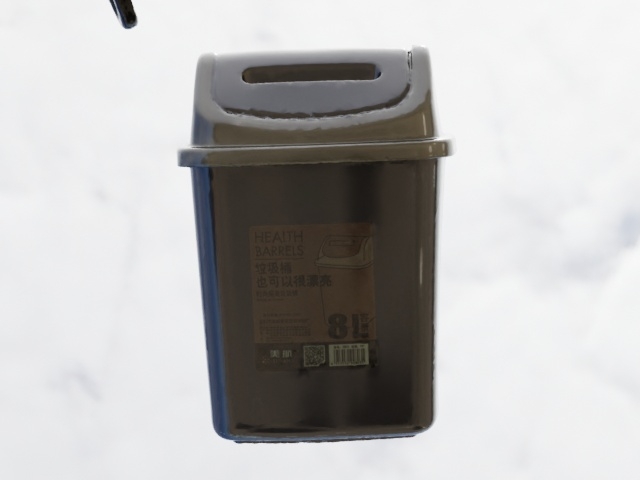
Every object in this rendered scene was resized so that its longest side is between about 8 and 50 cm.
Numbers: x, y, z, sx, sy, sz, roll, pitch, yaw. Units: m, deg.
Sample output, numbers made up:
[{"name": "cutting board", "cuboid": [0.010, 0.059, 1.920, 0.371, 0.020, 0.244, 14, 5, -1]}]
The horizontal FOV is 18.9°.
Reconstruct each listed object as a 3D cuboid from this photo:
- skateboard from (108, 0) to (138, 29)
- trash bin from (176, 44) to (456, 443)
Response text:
[{"name": "skateboard", "cuboid": [-0.029, -0.115, 0.522, 0.080, 0.067, 0.151, -23, -32, -12]}, {"name": "trash bin", "cuboid": [0.000, 0.000, 1.459, 0.209, 0.182, 0.290, -2, -84, 1]}]
